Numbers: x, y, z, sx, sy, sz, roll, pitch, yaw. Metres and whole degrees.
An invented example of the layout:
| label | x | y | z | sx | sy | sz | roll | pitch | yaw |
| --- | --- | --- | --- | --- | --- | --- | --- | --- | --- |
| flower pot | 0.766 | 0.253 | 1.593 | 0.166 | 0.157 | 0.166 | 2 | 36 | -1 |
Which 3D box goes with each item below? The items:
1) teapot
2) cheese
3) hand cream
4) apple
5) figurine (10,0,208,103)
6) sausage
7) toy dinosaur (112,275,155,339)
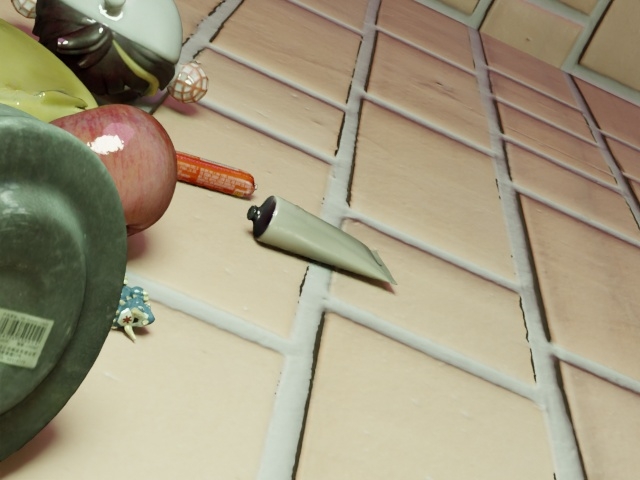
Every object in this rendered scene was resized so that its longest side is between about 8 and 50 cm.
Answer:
| label | x | y | z | sx | sy | sz | roll | pitch | yaw |
| --- | --- | --- | --- | --- | --- | --- | --- | --- | --- |
| teapot | -0.306 | 0.041 | 0.692 | 0.239 | 0.321 | 0.239 | 22 | -23 | 31 |
| cheese | -0.384 | -0.179 | 1.129 | 0.260 | 0.128 | 0.316 | 15 | 25 | -51 |
| hand cream | 0.000 | 0.000 | 1.241 | 0.186 | 0.054 | 0.087 | 23 | 17 | -24 |
| apple | -0.208 | -0.059 | 1.020 | 0.153 | 0.153 | 0.119 | -9 | 83 | -54 |
| figurine | -0.262 | -0.286 | 1.434 | 0.281 | 0.167 | 0.370 | 28 | 14 | -7 |
| sausage | -0.131 | -0.078 | 1.284 | 0.130 | 0.034 | 0.034 | 15 | 25 | -26 |
| toy dinosaur | -0.182 | 0.052 | 0.952 | 0.083 | 0.030 | 0.047 | 34 | 22 | 19 |
